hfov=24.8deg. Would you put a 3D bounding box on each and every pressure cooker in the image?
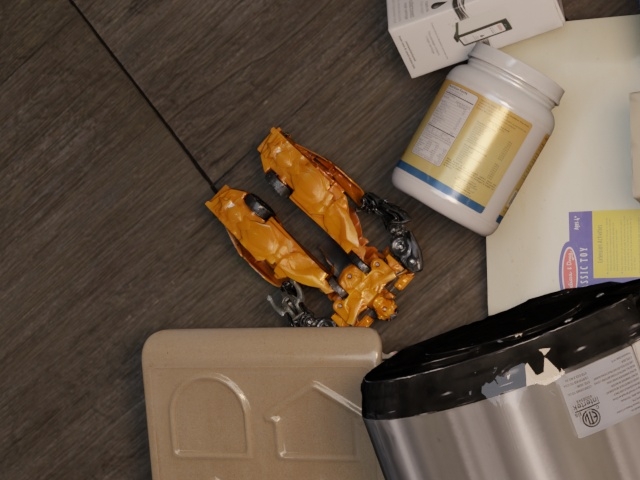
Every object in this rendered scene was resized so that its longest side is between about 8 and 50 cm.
[{"bbox_3d":[0.263,0.287,1.598,0.370,0.375,0.420,-20,91,19],"label":"pressure cooker"}]

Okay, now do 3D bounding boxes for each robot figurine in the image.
[{"bbox_3d":[0.000,0.000,1.878,0.291,0.085,0.211,45,99,18],"label":"robot figurine"}]

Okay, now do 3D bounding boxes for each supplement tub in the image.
[{"bbox_3d":[0.191,-0.121,1.744,0.144,0.144,0.200,31,94,18],"label":"supplement tub"}]

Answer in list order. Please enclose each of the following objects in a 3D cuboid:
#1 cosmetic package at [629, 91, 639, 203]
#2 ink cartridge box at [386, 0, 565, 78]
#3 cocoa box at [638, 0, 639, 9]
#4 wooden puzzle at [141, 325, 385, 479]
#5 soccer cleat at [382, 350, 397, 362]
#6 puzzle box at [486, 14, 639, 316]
[{"bbox_3d":[0.505,-0.105,1.600,0.296,0.153,0.129,-6,74,31],"label":"cosmetic package"},{"bbox_3d":[0.190,-0.305,1.814,0.203,0.086,0.148,-19,39,15],"label":"ink cartridge box"},{"bbox_3d":[0.537,-0.316,1.572,0.347,0.228,0.231,-12,100,-8],"label":"cocoa box"},{"bbox_3d":[-0.061,0.283,1.853,0.322,0.080,0.348,-2,92,19],"label":"wooden puzzle"},{"bbox_3d":[0.097,0.161,1.859,0.083,0.029,0.036,27,97,23],"label":"soccer cleat"},{"bbox_3d":[0.338,-0.070,1.794,0.272,0.052,0.409,-2,84,17],"label":"puzzle box"}]
